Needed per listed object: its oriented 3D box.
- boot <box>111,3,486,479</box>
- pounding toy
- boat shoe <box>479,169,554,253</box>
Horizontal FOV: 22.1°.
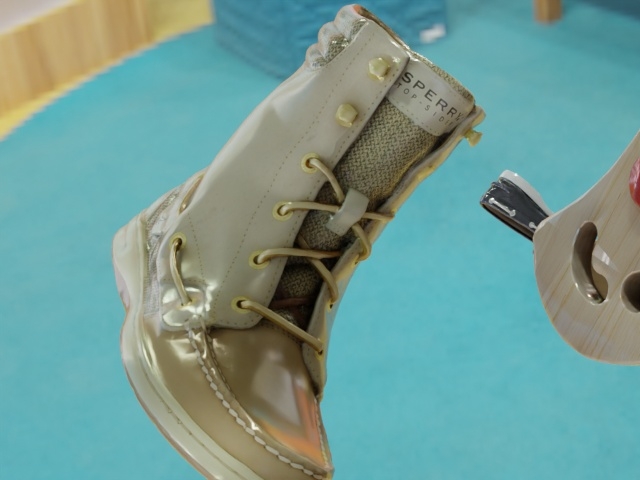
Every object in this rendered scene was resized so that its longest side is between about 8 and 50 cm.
[{"bbox_3d":[0.000,0.000,0.801,0.203,0.095,0.262,-45,28,11],"label":"boot"},{"bbox_3d":[0.217,-0.003,0.819,0.155,0.269,0.154,5,19,-31],"label":"pounding toy"},{"bbox_3d":[0.185,-0.004,1.342,0.125,0.046,0.038,43,79,4],"label":"boat shoe"}]
